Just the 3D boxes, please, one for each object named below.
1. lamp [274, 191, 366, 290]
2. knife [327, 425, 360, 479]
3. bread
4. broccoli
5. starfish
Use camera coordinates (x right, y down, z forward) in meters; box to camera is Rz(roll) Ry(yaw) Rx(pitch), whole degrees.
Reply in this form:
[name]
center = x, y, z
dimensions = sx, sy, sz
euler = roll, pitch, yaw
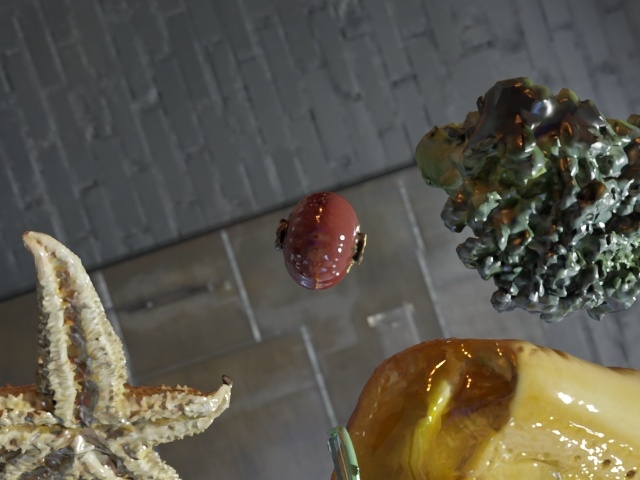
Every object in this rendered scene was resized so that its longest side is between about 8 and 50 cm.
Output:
[lamp]
center = 0.000, 0.000, 1.357
dimensions = 0.101, 0.090, 0.101
euler = 13, 90, -87
[knife]
center = 0.042, 0.277, 1.286
dimensions = 0.054, 0.015, 0.212
euler = 135, -55, -63
[bread]
center = 0.204, 0.282, 1.713
dimensions = 0.250, 0.394, 0.361
euler = 22, -89, 57
[broccoli]
center = 0.131, -0.040, 0.946
dimensions = 0.304, 0.164, 0.146
euler = -134, -122, -74
[starfish]
center = -0.168, 0.103, 0.790
dimensions = 0.295, 0.231, 0.048
euler = 77, 8, -50
